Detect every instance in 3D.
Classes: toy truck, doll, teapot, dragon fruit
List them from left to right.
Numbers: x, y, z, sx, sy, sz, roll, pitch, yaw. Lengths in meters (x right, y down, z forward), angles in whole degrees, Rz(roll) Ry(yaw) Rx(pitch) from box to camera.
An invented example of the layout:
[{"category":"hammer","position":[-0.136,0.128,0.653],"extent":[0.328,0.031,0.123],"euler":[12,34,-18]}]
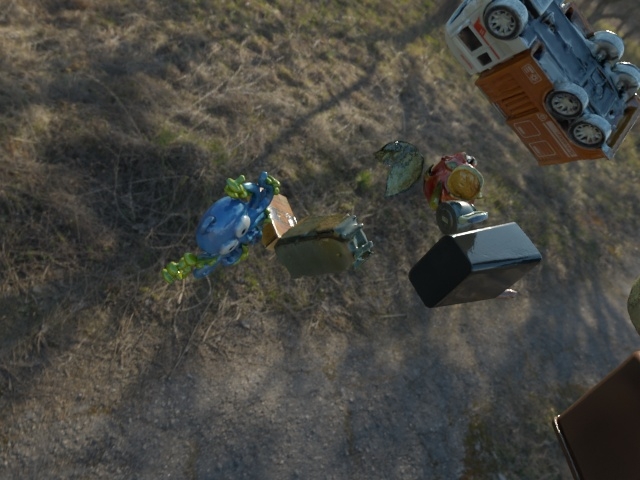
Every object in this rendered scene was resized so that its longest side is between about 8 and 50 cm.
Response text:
[{"category":"doll","position":[-0.214,-0.014,1.145],"extent":[0.099,0.346,0.341],"euler":[45,9,16]},{"category":"dragon fruit","position":[0.484,-0.206,1.710],"extent":[0.224,0.224,0.227],"euler":[-4,94,-41]},{"category":"teapot","position":[0.431,-0.081,1.416],"extent":[0.108,0.149,0.111],"euler":[-15,73,-19]},{"category":"toy truck","position":[0.409,-0.326,0.879],"extent":[0.387,0.207,0.173],"euler":[44,73,-15]}]

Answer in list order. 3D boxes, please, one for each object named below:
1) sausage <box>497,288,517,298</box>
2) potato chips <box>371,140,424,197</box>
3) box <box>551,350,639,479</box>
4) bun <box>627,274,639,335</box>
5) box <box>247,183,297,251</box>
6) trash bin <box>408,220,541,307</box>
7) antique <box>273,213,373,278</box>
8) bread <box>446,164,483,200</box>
[{"category":"sausage","position":[0.592,0.170,1.596],"extent":[0.176,0.047,0.040],"euler":[18,13,-13]},{"category":"potato chips","position":[0.280,-0.265,1.681],"extent":[0.220,0.202,0.029],"euler":[53,1,-36]},{"category":"box","position":[0.591,0.385,0.769],"extent":[0.239,0.229,0.339],"euler":[30,23,-2]},{"category":"bun","position":[0.811,0.143,0.985],"extent":[0.259,0.259,0.152],"euler":[51,-4,15]},{"category":"box","position":[-0.146,-0.064,1.543],"extent":[0.152,0.070,0.237],"euler":[22,37,-50]},{"category":"trash bin","position":[0.321,0.055,0.977],"extent":[0.225,0.165,0.115],"euler":[-6,56,-37]},{"category":"antique","position":[0.016,0.011,1.199],"extent":[0.150,0.284,0.125],"euler":[-38,108,-31]},{"category":"bread","position":[0.431,-0.170,1.383],"extent":[0.110,0.110,0.024],"euler":[49,32,12]}]
